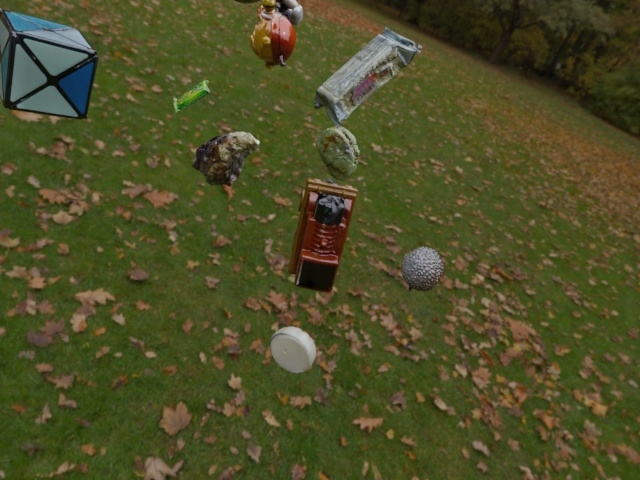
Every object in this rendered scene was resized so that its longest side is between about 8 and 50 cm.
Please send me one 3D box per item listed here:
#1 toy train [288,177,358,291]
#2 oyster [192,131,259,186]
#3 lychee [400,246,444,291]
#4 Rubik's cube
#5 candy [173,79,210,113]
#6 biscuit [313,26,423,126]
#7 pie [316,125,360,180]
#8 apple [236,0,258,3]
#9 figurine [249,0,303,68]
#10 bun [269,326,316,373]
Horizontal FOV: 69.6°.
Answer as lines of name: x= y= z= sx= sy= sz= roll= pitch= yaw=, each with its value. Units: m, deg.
toy train: x=0.000 y=0.000 z=1.394 sx=0.163 sy=0.369 sz=0.232 roll=10 pitch=25 yaw=-7
oyster: x=-0.406 y=-0.345 z=1.920 sx=0.275 sy=0.271 sz=0.100 roll=17 pitch=28 yaw=2
lychee: x=0.382 y=0.116 z=1.755 sx=0.165 sy=0.197 sz=0.165 roll=21 pitch=41 yaw=-19
Rubik's cube: x=-0.904 y=-0.569 z=1.512 sx=0.246 sy=0.250 sz=0.248 roll=-3 pitch=36 yaw=-44
candy: x=-0.544 y=-0.609 z=1.945 sx=0.032 sy=0.178 sz=0.102 roll=51 pitch=17 yaw=-46
biscuit: x=0.121 y=-0.464 z=1.299 sx=0.079 sy=0.309 sz=0.186 roll=45 pitch=5 yaw=-44
pie: x=0.079 y=-0.405 z=2.114 sx=0.090 sy=0.201 sz=0.248 roll=-18 pitch=77 yaw=-57
apple: x=-0.209 y=-0.782 z=1.324 sx=0.182 sy=0.155 sz=0.182 roll=20 pitch=-9 yaw=3
figurine: x=-0.194 y=-0.921 z=2.042 sx=0.196 sy=0.323 sz=0.320 roll=16 pitch=-16 yaw=6
bun: x=-0.069 y=0.299 z=1.307 sx=0.138 sy=0.138 sz=0.094 roll=31 pitch=34 yaw=14
